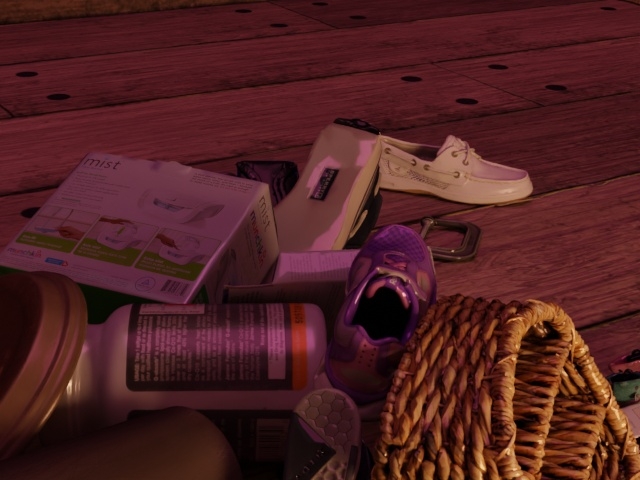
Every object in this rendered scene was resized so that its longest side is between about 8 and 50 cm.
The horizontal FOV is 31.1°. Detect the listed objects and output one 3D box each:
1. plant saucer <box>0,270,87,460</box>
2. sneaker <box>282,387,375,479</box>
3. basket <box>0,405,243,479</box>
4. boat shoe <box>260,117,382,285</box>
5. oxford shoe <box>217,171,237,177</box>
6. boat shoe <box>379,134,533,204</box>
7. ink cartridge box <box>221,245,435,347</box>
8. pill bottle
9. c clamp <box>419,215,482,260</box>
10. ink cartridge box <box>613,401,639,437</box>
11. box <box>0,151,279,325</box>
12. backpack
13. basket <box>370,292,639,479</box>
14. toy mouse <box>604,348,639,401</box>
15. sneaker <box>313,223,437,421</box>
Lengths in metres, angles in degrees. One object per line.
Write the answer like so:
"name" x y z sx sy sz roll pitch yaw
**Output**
"plant saucer" -0.335 0.137 1.088 0.278 0.041 0.278 -28 38 24
"sneaker" -0.004 0.260 0.992 0.086 0.163 0.226 12 65 12
"basket" -0.187 0.234 0.959 0.204 0.154 0.227 17 23 36
"boat shoe" 0.000 0.000 1.580 0.127 0.158 0.340 18 55 23
"oxford shoe" -0.226 -0.054 1.757 0.212 0.076 0.076 -8 -5 -17
"boat shoe" 0.212 -0.125 1.891 0.277 0.096 0.098 7 23 12
"ink cartridge box" -0.005 0.076 1.277 0.224 0.223 0.045 -2 63 -11
"pill bottle" -0.134 0.142 1.152 0.278 0.162 0.162 1 23 -4
"c clamp" 0.168 -0.005 1.700 0.137 0.022 0.160 10 25 18
"ink cartridge box" 0.429 0.213 1.197 0.225 0.056 0.181 -20 26 -3
"box" -0.218 0.018 1.400 0.262 0.126 0.231 10 43 20
"backpack" -0.074 -0.046 1.687 0.098 0.101 0.120 -3 55 -2
"basket" 0.185 0.176 1.029 0.223 0.213 0.299 8 24 17
"toy mouse" 0.361 0.154 1.307 0.143 0.031 0.161 -18 6 17
"sneaker" 0.064 0.056 1.091 0.095 0.104 0.236 16 43 5
